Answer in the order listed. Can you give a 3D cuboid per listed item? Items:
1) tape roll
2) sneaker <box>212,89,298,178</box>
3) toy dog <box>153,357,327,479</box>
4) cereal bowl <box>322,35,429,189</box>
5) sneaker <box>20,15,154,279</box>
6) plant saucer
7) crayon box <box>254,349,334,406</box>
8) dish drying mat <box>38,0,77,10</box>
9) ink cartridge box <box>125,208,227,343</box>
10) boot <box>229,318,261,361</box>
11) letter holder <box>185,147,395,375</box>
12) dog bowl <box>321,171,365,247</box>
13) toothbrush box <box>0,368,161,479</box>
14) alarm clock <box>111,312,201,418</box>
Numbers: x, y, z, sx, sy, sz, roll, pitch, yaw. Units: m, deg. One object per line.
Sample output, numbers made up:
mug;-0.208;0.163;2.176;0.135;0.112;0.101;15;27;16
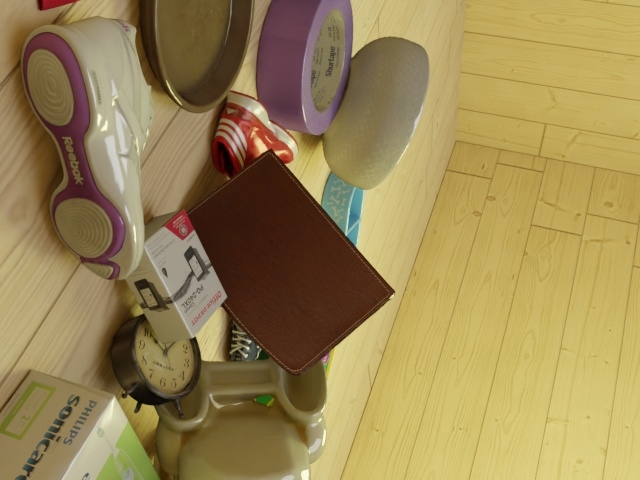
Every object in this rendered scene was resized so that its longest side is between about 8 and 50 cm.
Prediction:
tape roll;-0.022;-0.341;1.303;0.275;0.090;0.275;13;90;-73
sneaker;-0.121;-0.151;1.178;0.128;0.087;0.221;-65;150;-8
toy dog;-0.122;0.420;1.109;0.395;0.284;0.408;-124;-143;-49
cereal bowl;0.092;-0.290;1.512;0.339;0.141;0.339;-162;-90;-73
sneaker;-0.227;-0.095;0.772;0.152;0.114;0.305;-52;151;-53
plant saucer;-0.164;-0.314;0.942;0.278;0.041;0.278;13;90;-73
crayon box;-0.061;0.280;1.649;0.363;0.106;0.313;9;95;-74
dish drying mat;-0.262;-0.260;0.715;0.083;0.008;0.032;-54;153;-54
ink cartridge box;-0.204;0.050;0.958;0.151;0.063;0.109;66;30;-20
boot;-0.146;0.190;1.351;0.190;0.069;0.086;83;23;-54
letter holder;-0.067;0.050;1.110;0.214;0.302;0.152;-39;172;-12
dog bowl;0.056;-0.045;1.829;0.166;0.074;0.297;-45;144;-61
toothbrush box;-0.308;0.326;0.831;0.283;0.122;0.206;86;23;-48
alarm clock;-0.232;0.149;0.990;0.129;0.064;0.192;36;44;-42
